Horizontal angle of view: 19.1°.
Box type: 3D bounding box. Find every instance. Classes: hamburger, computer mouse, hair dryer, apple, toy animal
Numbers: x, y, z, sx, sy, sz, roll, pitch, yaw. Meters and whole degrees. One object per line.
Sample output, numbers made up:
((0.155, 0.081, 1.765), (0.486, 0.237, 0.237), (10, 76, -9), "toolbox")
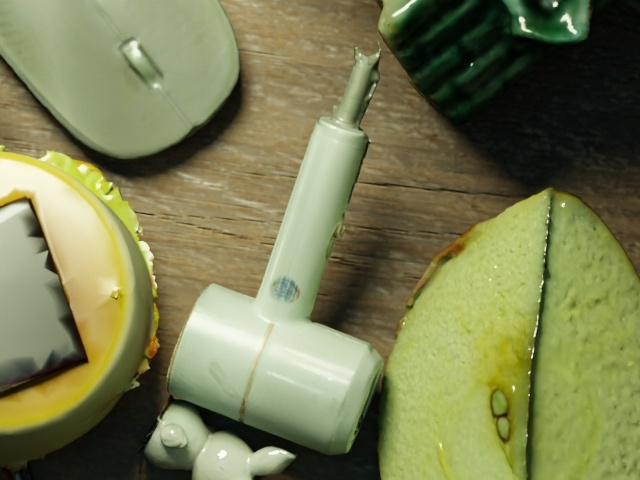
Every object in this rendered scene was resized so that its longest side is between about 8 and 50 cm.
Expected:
((-0.282, 0.059, 1.649), (0.294, 0.179, 0.276), (-22, 79, -15), "hamburger")
((-0.214, -0.229, 1.734), (0.197, 0.095, 0.331), (-39, 83, 2), "computer mouse")
((0.000, 0.000, 1.645), (0.173, 0.107, 0.357), (20, 104, 6), "hair dryer")
((0.175, 0.140, 1.630), (0.254, 0.179, 0.346), (3, 77, 4), "apple")
((-0.095, 0.191, 1.692), (0.124, 0.085, 0.071), (33, 69, 0), "toy animal")

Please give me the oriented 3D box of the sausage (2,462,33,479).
((-0.259, 0.270, 1.712), (0.025, 0.028, 0.198), (-10, 81, -31), "sausage")

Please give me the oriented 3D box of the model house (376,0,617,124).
((0.206, -0.328, 1.580), (0.445, 0.395, 0.400), (-36, 85, 3), "model house")
